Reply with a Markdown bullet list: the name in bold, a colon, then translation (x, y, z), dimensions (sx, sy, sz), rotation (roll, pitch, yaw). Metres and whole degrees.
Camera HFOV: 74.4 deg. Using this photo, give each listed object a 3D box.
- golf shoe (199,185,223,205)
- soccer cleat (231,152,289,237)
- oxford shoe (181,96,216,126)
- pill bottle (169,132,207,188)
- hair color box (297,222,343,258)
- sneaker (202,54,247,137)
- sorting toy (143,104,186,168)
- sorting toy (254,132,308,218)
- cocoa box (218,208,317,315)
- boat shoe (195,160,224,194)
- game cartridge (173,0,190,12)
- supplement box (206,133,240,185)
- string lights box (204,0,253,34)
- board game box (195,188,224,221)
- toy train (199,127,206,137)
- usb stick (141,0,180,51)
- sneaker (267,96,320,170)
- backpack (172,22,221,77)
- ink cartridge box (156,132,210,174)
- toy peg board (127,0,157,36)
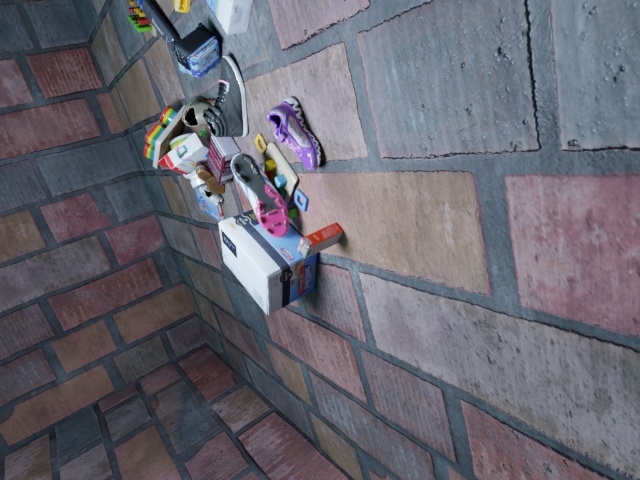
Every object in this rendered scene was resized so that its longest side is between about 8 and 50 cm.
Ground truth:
- **golf shoe**: translation (-0.564, -0.247, 2.115), dimensions (0.176, 0.069, 0.086), rotation (35, 175, 31)
- **soccer cleat**: translation (-0.209, -0.169, 1.528), dimensions (0.331, 0.116, 0.143), rotation (62, 180, -13)
- **oxford shoe**: translation (-0.545, -0.548, 1.813), dimensions (0.348, 0.130, 0.123), rotation (14, 124, 54)
- **pill bottle**: translation (-0.626, -0.386, 2.063), dimensions (0.136, 0.136, 0.245), rotation (-15, 99, 60)
- **hair color box**: translation (0.000, 0.000, 1.346), dimensions (0.043, 0.141, 0.072), rotation (52, 148, 21)
- **sneaker**: translation (-0.357, -0.506, 1.526), dimensions (0.104, 0.147, 0.295), rotation (35, 138, 44)
- **sorting toy**: translation (-0.757, -0.519, 2.046), dimensions (0.089, 0.255, 0.257), rotation (31, 153, -12)
- **sorting toy**: translation (-0.166, -0.229, 1.533), dimensions (0.347, 0.047, 0.196), rotation (56, 150, 15)
- **cocoa box**: translation (-0.204, 0.063, 1.635), dimensions (0.347, 0.228, 0.231), rotation (43, 145, 33)
- **boat shoe**: translation (-0.519, -0.296, 1.984), dimensions (0.207, 0.073, 0.073), rotation (61, -175, -60)
- **game cartridge**: translation (-0.443, -0.955, 1.324), dimensions (0.285, 0.053, 0.323), rotation (139, 124, -62)
- **supplement box**: translation (-0.425, -0.358, 1.825), dimensions (0.130, 0.073, 0.239), rotation (58, 150, 13)
- **string lights box**: translation (-0.311, -0.788, 1.304), dimensions (0.259, 0.077, 0.133), rotation (58, 150, 12)
- **board game box**: translation (-0.604, -0.203, 2.283), dimensions (0.281, 0.027, 0.145), rotation (29, 134, 46)
- **toy train**: translation (-0.551, -0.500, 1.969), dimensions (0.083, 0.024, 0.017), rotation (-25, 91, 60)
- **usb stick**: translation (-0.690, -0.932, 1.820), dimensions (0.278, 0.045, 0.077), rotation (53, 135, 13)
- **sneaker**: translation (-0.086, -0.314, 1.282), dimensions (0.236, 0.105, 0.095), rotation (63, 149, 1)
- **backpack**: translation (-0.443, -0.668, 1.540), dimensions (0.117, 0.158, 0.173), rotation (41, 161, 4)
- **ink cartridge box**: translation (-0.608, -0.377, 1.917), dimensions (0.078, 0.231, 0.134), rotation (58, -170, 10)
- **toy peg board**: translation (-0.831, -1.051, 1.938), dimensions (0.161, 0.079, 0.160), rotation (51, 148, 22)
